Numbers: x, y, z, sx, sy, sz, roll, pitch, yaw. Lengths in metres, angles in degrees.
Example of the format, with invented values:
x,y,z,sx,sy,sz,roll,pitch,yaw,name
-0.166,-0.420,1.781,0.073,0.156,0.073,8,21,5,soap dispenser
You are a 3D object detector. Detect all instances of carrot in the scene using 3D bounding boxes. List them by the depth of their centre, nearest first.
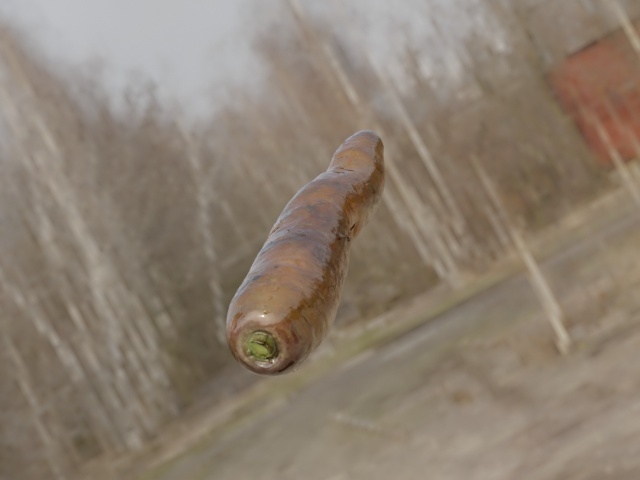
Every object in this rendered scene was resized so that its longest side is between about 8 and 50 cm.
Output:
x,y,z,sx,sy,sz,roll,pitch,yaw,name
-0.002,-0.001,0.702,0.035,0.036,0.165,-29,19,26,carrot
